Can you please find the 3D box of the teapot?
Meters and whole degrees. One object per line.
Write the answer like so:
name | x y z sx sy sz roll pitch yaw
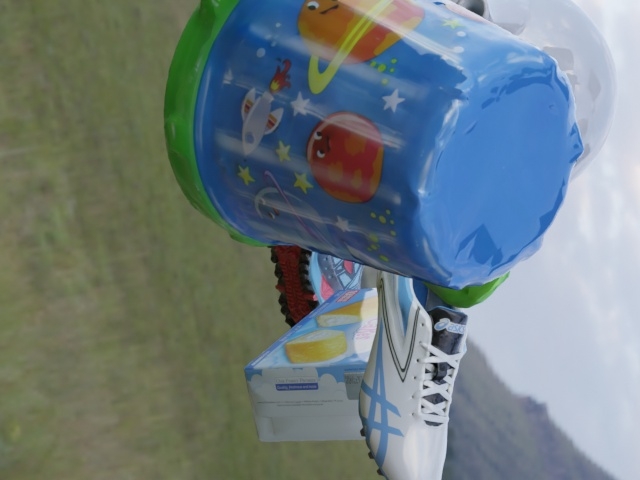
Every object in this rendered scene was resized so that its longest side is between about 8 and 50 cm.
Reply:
teapot | 0.163 -0.121 1.453 0.256 0.252 0.187 47 44 -14

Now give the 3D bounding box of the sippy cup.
sippy cup | 0.048 -0.077 1.020 0.224 0.305 0.240 27 -77 42

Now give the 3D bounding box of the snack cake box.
snack cake box | 0.045 0.131 1.622 0.264 0.152 0.089 -36 117 -62

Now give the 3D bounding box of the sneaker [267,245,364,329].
sneaker | 0.000 0.000 1.883 0.104 0.125 0.262 21 -51 39

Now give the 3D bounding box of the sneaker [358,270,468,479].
sneaker | 0.088 0.107 1.286 0.086 0.085 0.237 -18 -116 52
